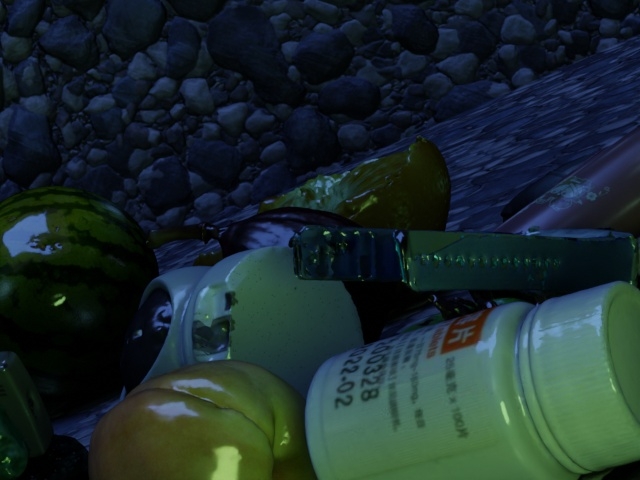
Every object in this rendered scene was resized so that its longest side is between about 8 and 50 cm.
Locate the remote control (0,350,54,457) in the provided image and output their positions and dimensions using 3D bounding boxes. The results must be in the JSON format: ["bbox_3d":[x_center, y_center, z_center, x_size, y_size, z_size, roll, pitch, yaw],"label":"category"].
[{"bbox_3d":[-0.421,0.182,2.019,0.285,0.123,0.038,-10,31,20],"label":"remote control"}]

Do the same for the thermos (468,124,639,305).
[{"bbox_3d":[0.291,-0.032,1.935,0.330,0.109,0.136,-34,-2,-20],"label":"thermos"}]

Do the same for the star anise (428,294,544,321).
[{"bbox_3d":[0.159,0.090,1.584,0.212,0.157,0.053,-36,-26,-52],"label":"star anise"}]

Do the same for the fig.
[{"bbox_3d":[-0.041,0.032,2.076,0.186,0.249,0.204,-46,11,10],"label":"fig"}]

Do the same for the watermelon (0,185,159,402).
[{"bbox_3d":[-0.349,0.071,2.564,0.285,0.285,0.285,-22,8,3],"label":"watermelon"}]

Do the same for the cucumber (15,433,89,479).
[{"bbox_3d":[-0.316,0.264,1.974,0.078,0.062,0.211,-17,10,33],"label":"cucumber"}]

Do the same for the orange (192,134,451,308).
[{"bbox_3d":[0.005,0.009,2.314,0.334,0.196,0.262,-18,-6,3],"label":"orange"}]

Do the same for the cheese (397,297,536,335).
[{"bbox_3d":[0.101,0.121,1.684,0.204,0.083,0.320,-14,10,40],"label":"cheese"}]

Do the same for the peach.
[{"bbox_3d":[-0.092,0.179,1.527,0.184,0.184,0.184,-22,8,3],"label":"peach"}]

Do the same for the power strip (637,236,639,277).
[{"bbox_3d":[0.399,-0.019,1.837,0.256,0.070,0.105,-31,11,-40],"label":"power strip"}]

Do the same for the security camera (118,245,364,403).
[{"bbox_3d":[-0.096,0.115,1.921,0.194,0.194,0.236,-29,8,-40],"label":"security camera"}]

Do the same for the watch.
[{"bbox_3d":[0.143,0.013,1.623,0.274,0.068,0.276,5,0,-19],"label":"watch"}]

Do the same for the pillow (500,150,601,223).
[{"bbox_3d":[0.333,-0.048,2.081,0.250,0.106,0.186,-19,14,-9],"label":"pillow"}]

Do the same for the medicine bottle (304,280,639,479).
[{"bbox_3d":[0.124,0.121,1.416,0.252,0.144,0.144,-16,10,32],"label":"medicine bottle"}]

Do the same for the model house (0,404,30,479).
[{"bbox_3d":[-0.470,0.268,1.837,0.267,0.194,0.325,-29,17,39],"label":"model house"}]
